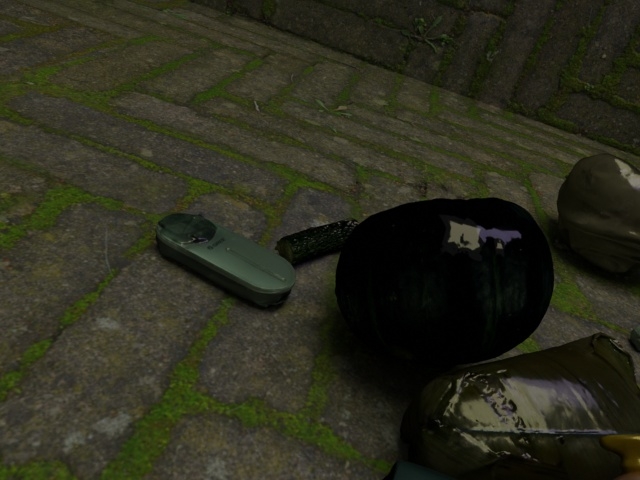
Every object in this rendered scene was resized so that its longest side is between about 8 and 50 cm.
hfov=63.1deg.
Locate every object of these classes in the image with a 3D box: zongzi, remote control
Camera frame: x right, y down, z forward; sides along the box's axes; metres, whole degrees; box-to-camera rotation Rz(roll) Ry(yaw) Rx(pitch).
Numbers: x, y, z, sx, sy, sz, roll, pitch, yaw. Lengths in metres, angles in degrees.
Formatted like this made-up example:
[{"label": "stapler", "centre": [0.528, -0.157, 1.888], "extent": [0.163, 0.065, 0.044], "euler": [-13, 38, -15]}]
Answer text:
[{"label": "zongzi", "centre": [0.285, 0.300, 0.581], "extent": [0.323, 0.160, 0.360], "euler": [-10, 55, -19]}, {"label": "remote control", "centre": [-0.154, 0.027, 0.832], "extent": [0.247, 0.052, 0.104], "euler": [27, 32, 14]}]

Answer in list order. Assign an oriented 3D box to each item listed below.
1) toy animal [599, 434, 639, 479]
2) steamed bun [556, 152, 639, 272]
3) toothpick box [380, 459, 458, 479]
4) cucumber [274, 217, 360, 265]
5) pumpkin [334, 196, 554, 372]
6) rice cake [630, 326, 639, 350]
[{"label": "toy animal", "centre": [0.304, 0.289, 0.449], "extent": [0.156, 0.156, 0.229], "euler": [6, 62, -19]}, {"label": "steamed bun", "centre": [0.693, -0.045, 1.241], "extent": [0.310, 0.219, 0.324], "euler": [37, 8, 2]}, {"label": "toothpick box", "centre": [0.134, 0.298, 0.503], "extent": [0.184, 0.120, 0.120], "euler": [23, 32, 12]}, {"label": "cucumber", "centre": [0.000, -0.001, 0.950], "extent": [0.187, 0.058, 0.058], "euler": [-17, 46, -43]}, {"label": "pumpkin", "centre": [0.167, 0.069, 0.734], "extent": [0.315, 0.238, 0.315], "euler": [-6, -4, 0]}, {"label": "rice cake", "centre": [0.716, 0.212, 1.009], "extent": [0.245, 0.042, 0.045], "euler": [13, 29, -8]}]
